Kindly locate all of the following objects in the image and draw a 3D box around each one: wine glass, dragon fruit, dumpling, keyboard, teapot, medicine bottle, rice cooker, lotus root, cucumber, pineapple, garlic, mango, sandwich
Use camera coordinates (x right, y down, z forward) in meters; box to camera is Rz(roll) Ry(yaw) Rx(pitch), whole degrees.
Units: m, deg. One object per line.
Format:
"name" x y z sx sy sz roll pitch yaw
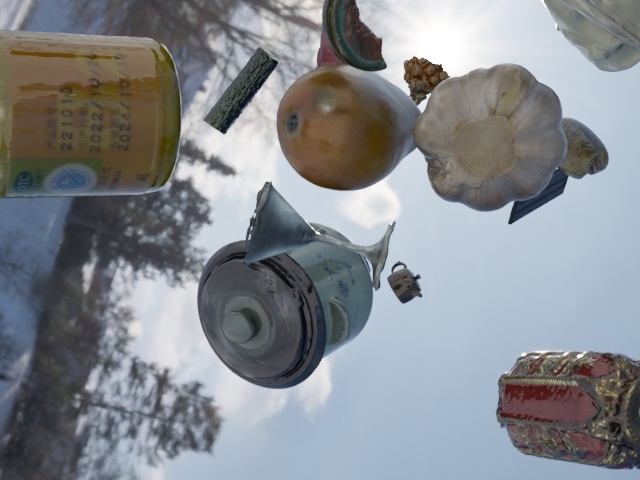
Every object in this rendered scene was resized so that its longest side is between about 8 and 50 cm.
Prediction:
"wine glass" 0.000 0.000 1.186 0.122 0.183 0.122 17 90 -87
"dragon fruit" 0.028 -0.344 1.698 0.161 0.127 0.120 -55 169 29
"dumpling" 0.543 -0.417 1.627 0.233 0.395 0.315 -58 -139 27
"keyboard" 0.488 -0.096 2.087 0.381 0.041 0.103 -31 139 -51
"teapot" 0.198 0.093 2.091 0.068 0.076 0.121 -32 -133 10
"medicine bottle" -0.396 -0.168 1.207 0.224 0.384 0.224 9 -79 61
"rice cooker" -0.065 0.108 1.603 0.316 0.316 0.264 -126 -144 -66
"lotus root" 0.545 -0.213 1.991 0.192 0.113 0.088 56 -22 31
"cucumber" -0.152 -0.292 1.766 0.187 0.058 0.058 -52 -159 -1
"pineapple" 0.224 -0.348 2.047 0.114 0.114 0.077 -66 -172 -18
"garlic" 0.254 -0.154 1.345 0.228 0.228 0.152 -56 -174 29
"mango" 0.055 -0.189 1.478 0.317 0.211 0.173 -23 155 -54
"sandwich" 0.047 -0.281 1.262 0.067 0.135 0.029 -45 -152 -6

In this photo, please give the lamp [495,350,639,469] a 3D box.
"lamp" 0.383 0.247 1.347 0.274 0.177 0.177 -14 -124 63
